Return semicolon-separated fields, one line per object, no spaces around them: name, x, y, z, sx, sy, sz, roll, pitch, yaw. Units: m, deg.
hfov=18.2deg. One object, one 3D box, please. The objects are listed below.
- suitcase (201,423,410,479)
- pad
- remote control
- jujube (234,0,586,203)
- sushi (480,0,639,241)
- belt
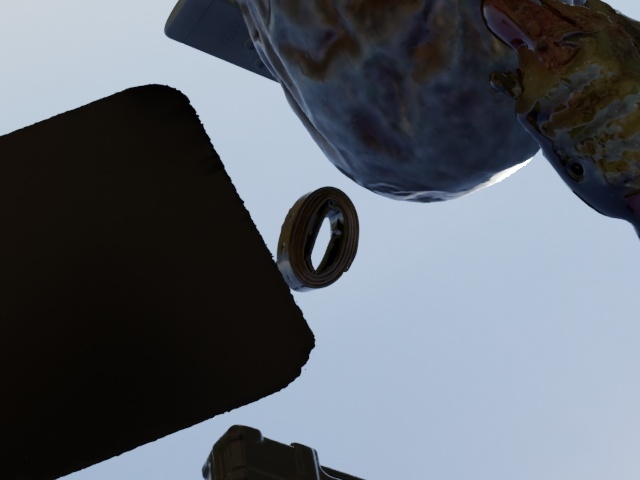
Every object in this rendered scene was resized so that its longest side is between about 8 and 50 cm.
suitcase;0.037;0.281;1.750;0.066;0.286;0.206;-56;-155;29
pad;-0.177;0.061;0.923;0.323;0.055;0.250;-35;-139;6
remote control;-0.031;-0.146;1.514;0.050;0.184;0.027;-52;-149;30
jujube;0.055;-0.173;1.395;0.215;0.308;0.246;-19;161;-36
sushi;0.186;-0.078;1.197;0.097;0.226;0.103;-41;-177;44
belt;0.000;0.000;1.553;0.059;0.083;0.036;22;165;-18
